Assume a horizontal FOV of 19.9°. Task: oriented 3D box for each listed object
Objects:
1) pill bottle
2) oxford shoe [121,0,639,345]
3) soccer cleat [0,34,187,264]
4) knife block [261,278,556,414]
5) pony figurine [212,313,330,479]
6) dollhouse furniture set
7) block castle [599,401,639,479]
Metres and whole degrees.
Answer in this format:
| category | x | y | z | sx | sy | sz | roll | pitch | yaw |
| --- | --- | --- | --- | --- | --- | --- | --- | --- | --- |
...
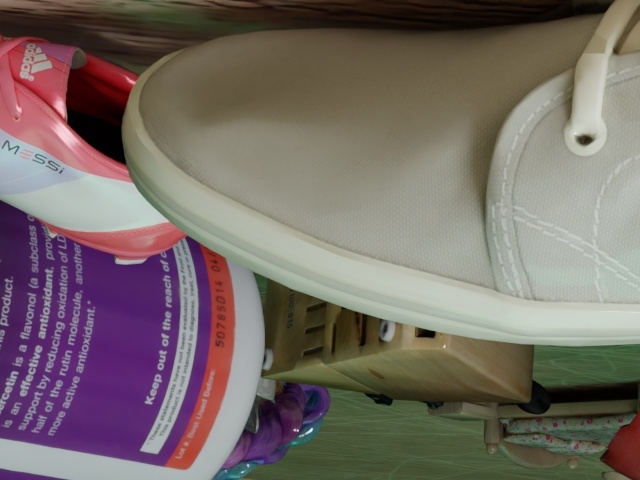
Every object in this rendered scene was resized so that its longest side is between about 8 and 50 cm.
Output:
| category | x | y | z | sx | sy | sz | roll | pitch | yaw |
| --- | --- | --- | --- | --- | --- | --- | --- | --- | --- |
| pill bottle | -0.198 | 0.038 | 0.944 | 0.323 | 0.182 | 0.181 | 17 | 163 | -40 |
| oxford shoe | 0.145 | -0.040 | 0.630 | 0.449 | 0.169 | 0.130 | 8 | 129 | 17 |
| soccer cleat | -0.150 | -0.060 | 0.729 | 0.248 | 0.083 | 0.095 | 19 | 141 | -21 |
| knife block | 0.097 | 0.053 | 1.143 | 0.242 | 0.088 | 0.275 | 9 | 167 | -25 |
| pony figurine | -0.127 | 0.174 | 1.364 | 0.363 | 0.303 | 0.351 | -16 | -162 | -14 |
| dollhouse furniture set | 0.326 | 0.231 | 1.693 | 0.355 | 0.174 | 0.303 | 14 | 164 | -41 |
| block castle | 0.184 | 0.182 | 1.127 | 0.213 | 0.303 | 0.453 | 37 | 169 | 14 |
